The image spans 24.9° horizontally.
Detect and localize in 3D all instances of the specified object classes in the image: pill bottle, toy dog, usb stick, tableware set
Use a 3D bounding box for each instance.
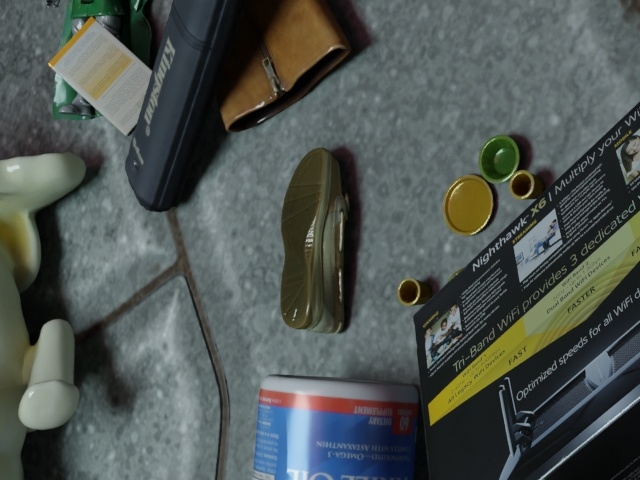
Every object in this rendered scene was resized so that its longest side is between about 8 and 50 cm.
[{"bbox_3d":[0.008,0.216,1.101,0.124,0.124,0.221,0,85,41],"label":"pill bottle"},{"bbox_3d":[-0.401,0.144,1.371,0.395,0.284,0.408,-18,74,39],"label":"toy dog"},{"bbox_3d":[-0.118,-0.142,1.255,0.077,0.045,0.278,55,140,31],"label":"usb stick"},{"bbox_3d":[0.116,0.000,1.102,0.154,0.024,0.104,-52,54,24],"label":"tableware set"}]

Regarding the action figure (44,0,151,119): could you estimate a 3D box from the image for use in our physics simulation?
[{"bbox_3d":[-0.216,-0.237,1.400,0.137,0.063,0.232,-1,87,30],"label":"action figure"}]

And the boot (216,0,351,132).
[{"bbox_3d":[-0.044,-0.272,1.234,0.264,0.096,0.280,-37,62,31],"label":"boot"}]

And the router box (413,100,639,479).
[{"bbox_3d":[0.192,0.048,0.917,0.309,0.081,0.243,-46,25,28],"label":"router box"}]

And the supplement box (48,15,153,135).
[{"bbox_3d":[-0.194,-0.151,1.342,0.098,0.036,0.062,43,89,-5],"label":"supplement box"}]

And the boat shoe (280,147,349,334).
[{"bbox_3d":[0.001,0.000,1.196,0.056,0.048,0.153,-17,66,51],"label":"boat shoe"}]
